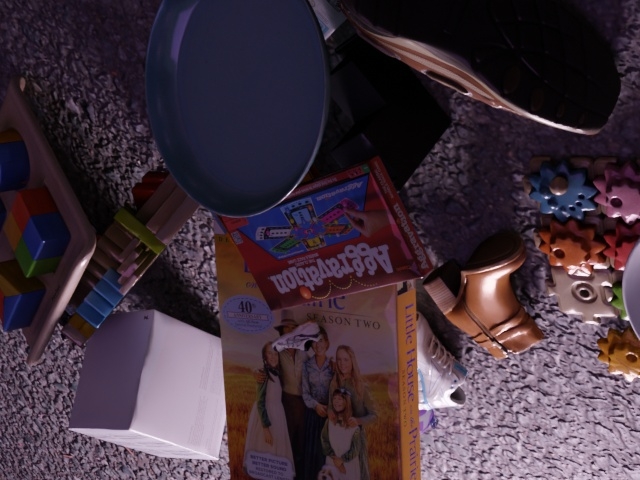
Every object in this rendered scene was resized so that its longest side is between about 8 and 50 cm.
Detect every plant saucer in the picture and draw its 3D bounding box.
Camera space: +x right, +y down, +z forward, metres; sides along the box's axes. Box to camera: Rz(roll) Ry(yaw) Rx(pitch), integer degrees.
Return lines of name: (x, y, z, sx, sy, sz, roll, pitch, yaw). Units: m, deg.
plant saucer: (-0.097, -0.187, 1.303, 0.318, 0.044, 0.317, 8, 101, 43)

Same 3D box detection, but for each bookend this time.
bookend: (0.054, -0.145, 1.270, 0.156, 0.157, 0.072, 49, 137, -13)

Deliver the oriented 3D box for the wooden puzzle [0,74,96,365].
wooden puzzle: (-0.470, -0.025, 1.656, 0.322, 0.081, 0.347, -54, 55, 44)

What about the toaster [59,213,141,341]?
toaster: (-0.412, 0.054, 1.807, 0.168, 0.110, 0.186, 50, 137, -11)

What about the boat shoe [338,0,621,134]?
boat shoe: (0.167, -0.216, 1.173, 0.324, 0.122, 0.120, 28, 174, -4)

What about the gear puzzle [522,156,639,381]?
gear puzzle: (0.347, 0.049, 1.319, 0.176, 0.044, 0.338, 4, 128, 33)

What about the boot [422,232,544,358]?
boot: (0.238, 0.076, 1.403, 0.152, 0.073, 0.197, 46, 150, -7)

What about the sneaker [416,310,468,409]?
sneaker: (0.167, 0.171, 1.546, 0.083, 0.071, 0.190, 2, 136, 26)

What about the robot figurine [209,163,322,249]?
robot figurine: (-0.092, -0.090, 1.429, 0.211, 0.085, 0.291, -39, 84, 42)

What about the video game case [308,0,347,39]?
video game case: (-0.047, -0.301, 1.307, 0.157, 0.019, 0.143, 45, 138, -8)

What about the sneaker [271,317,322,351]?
sneaker: (-0.033, 0.140, 1.492, 0.083, 0.032, 0.037, -33, 83, 35)

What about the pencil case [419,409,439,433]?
pencil case: (0.079, 0.223, 1.629, 0.206, 0.088, 0.086, 46, 136, -8)

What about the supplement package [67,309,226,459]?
supplement package: (-0.265, 0.235, 1.745, 0.149, 0.194, 0.203, -7, 154, 38)

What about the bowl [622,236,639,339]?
bowl: (0.485, 0.039, 1.147, 0.298, 0.134, 0.297, 20, 136, 20)

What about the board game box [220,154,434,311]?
board game box: (0.000, 0.000, 1.300, 0.281, 0.027, 0.145, -17, 105, 49)

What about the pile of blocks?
pile of blocks: (-0.312, 0.022, 1.601, 0.113, 0.149, 0.362, 40, 115, -5)

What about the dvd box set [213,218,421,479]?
dvd box set: (-0.005, 0.177, 1.540, 0.308, 0.062, 0.420, 6, 104, 32)
